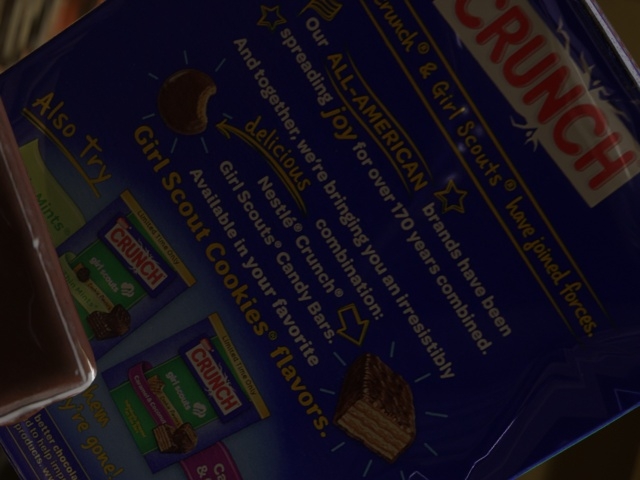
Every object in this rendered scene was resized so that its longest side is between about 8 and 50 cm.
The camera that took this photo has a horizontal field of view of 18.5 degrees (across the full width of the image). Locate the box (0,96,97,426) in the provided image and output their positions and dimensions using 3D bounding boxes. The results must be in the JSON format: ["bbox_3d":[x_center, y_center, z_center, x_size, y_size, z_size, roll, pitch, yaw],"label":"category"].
[{"bbox_3d":[-0.196,-0.127,0.555,0.191,0.143,0.381,-147,-141,-73],"label":"box"}]

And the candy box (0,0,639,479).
[{"bbox_3d":[0.000,0.000,0.870,0.317,0.268,0.122,-32,178,14],"label":"candy box"}]
